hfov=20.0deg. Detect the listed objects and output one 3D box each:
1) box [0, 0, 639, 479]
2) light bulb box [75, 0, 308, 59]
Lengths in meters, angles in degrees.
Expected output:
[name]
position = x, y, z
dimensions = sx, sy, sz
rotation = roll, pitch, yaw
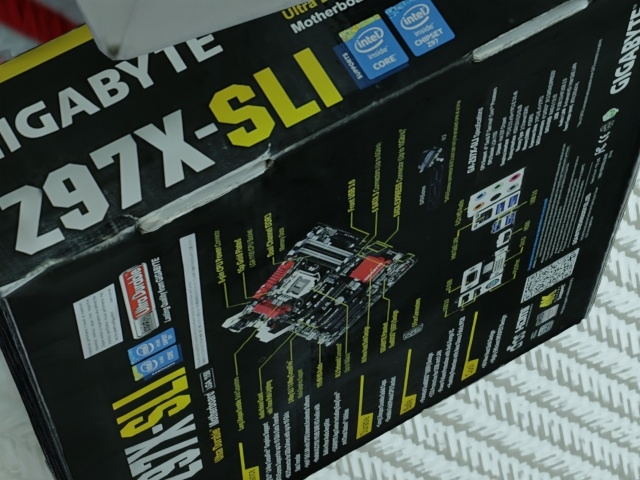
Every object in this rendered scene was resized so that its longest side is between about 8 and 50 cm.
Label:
[box]
position = 0.000, 0.000, 0.696
dimensions = 0.257, 0.079, 0.322
rotation = -27, 157, -12
[light bulb box]
position = 0.103, -0.257, 0.516
dimensions = 0.357, 0.361, 0.225
rotation = -14, 113, 25
